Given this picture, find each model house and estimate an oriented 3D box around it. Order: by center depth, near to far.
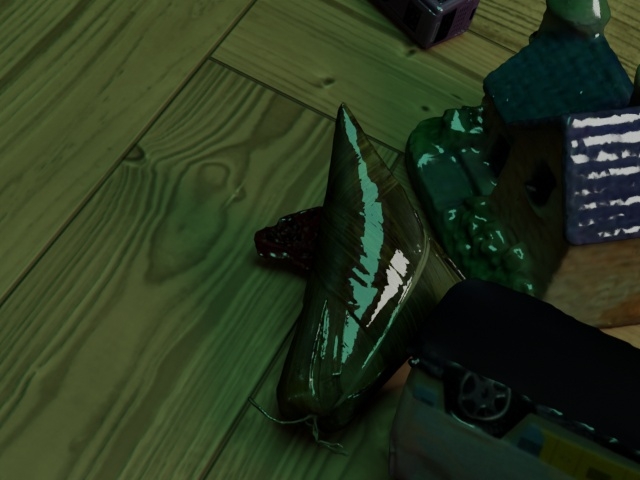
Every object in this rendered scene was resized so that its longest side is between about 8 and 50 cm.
[{"bbox_3d":[0.260,-0.101,1.392,0.245,0.280,0.312,-5,52,-20],"label":"model house"}]

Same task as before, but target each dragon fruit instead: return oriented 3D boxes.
[{"bbox_3d":[0.001,-0.002,1.379,0.131,0.097,0.063,-13,26,2],"label":"dragon fruit"}]

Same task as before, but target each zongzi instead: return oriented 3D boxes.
[{"bbox_3d":[0.006,0.034,1.257,0.248,0.111,0.241,-43,110,-36],"label":"zongzi"}]

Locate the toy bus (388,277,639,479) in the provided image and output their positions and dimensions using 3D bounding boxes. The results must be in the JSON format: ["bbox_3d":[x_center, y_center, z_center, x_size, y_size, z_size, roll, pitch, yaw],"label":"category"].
[{"bbox_3d":[0.251,0.196,1.183,0.386,0.162,0.171,25,32,14],"label":"toy bus"}]

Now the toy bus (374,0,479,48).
[{"bbox_3d":[0.107,-0.324,1.661,0.098,0.087,0.178,-31,67,-28],"label":"toy bus"}]
